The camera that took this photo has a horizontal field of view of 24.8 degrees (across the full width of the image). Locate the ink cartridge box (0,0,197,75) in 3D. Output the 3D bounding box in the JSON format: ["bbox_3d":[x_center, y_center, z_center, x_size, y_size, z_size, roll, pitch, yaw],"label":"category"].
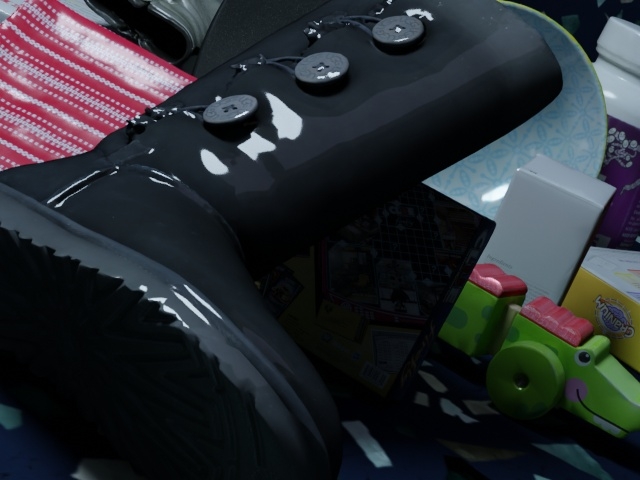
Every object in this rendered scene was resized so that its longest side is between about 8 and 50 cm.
[{"bbox_3d":[-0.258,-0.177,1.477,0.226,0.131,0.306,25,17,6],"label":"ink cartridge box"}]

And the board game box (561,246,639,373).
[{"bbox_3d":[0.405,0.106,1.588,0.242,0.064,0.316,6,23,-46],"label":"board game box"}]

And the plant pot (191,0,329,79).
[{"bbox_3d":[-0.018,-0.136,1.373,0.188,0.187,0.167,5,36,31],"label":"plant pot"}]

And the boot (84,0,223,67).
[{"bbox_3d":[-0.188,-0.257,1.438,0.246,0.083,0.161,36,20,17],"label":"boot"}]

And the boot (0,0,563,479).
[{"bbox_3d":[0.011,-0.026,0.998,0.445,0.146,0.367,-28,47,-36],"label":"boot"}]

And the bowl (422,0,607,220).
[{"bbox_3d":[0.173,-0.127,1.690,0.290,0.289,0.156,21,0,-8],"label":"bowl"}]

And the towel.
[{"bbox_3d":[-0.234,-0.102,1.213,0.199,0.031,0.275,30,46,8],"label":"towel"}]

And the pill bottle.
[{"bbox_3d":[0.345,-0.111,1.775,0.169,0.301,0.169,21,16,-6],"label":"pill bottle"}]

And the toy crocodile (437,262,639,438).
[{"bbox_3d":[0.148,0.067,1.287,0.341,0.105,0.115,30,18,22],"label":"toy crocodile"}]

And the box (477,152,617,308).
[{"bbox_3d":[0.209,0.014,1.422,0.091,0.170,0.130,26,17,11],"label":"box"}]

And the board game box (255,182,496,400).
[{"bbox_3d":[0.000,0.000,1.188,0.243,0.165,0.042,31,5,23],"label":"board game box"}]
